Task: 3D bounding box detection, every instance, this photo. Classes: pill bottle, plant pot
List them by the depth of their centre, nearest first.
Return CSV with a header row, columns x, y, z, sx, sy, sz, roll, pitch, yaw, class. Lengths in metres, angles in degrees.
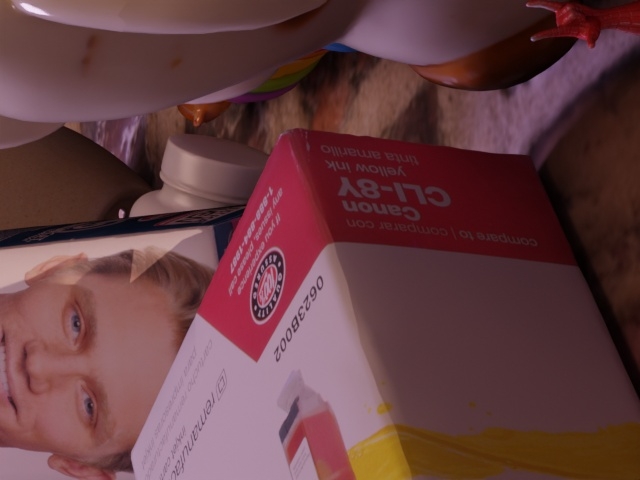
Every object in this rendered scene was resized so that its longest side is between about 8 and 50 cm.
x,y,z,sx,sy,sz,roll,pitch,yaw,class
-0.091,0.028,1.405,0.108,0.108,0.193,41,120,60,pill bottle
-0.218,0.028,1.542,0.191,0.284,0.284,-2,81,30,plant pot

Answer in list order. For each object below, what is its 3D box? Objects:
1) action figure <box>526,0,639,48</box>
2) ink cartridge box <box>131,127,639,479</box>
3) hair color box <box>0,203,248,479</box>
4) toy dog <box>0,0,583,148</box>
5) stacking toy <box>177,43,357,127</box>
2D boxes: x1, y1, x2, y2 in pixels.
x,y,z,sx,sy,sz,roll,pitch,yaw,class
0.160,-0.182,0.912,0.091,0.139,0.280,131,137,-51,action figure
0.045,0.173,1.021,0.279,0.160,0.384,-62,32,36,ink cartridge box
-0.193,0.080,1.339,0.347,0.105,0.173,-6,96,23,hair color box
-0.035,-0.196,0.998,0.395,0.408,0.284,12,107,55,toy dog
-0.050,-0.155,1.349,0.302,0.166,0.175,123,162,-62,stacking toy
